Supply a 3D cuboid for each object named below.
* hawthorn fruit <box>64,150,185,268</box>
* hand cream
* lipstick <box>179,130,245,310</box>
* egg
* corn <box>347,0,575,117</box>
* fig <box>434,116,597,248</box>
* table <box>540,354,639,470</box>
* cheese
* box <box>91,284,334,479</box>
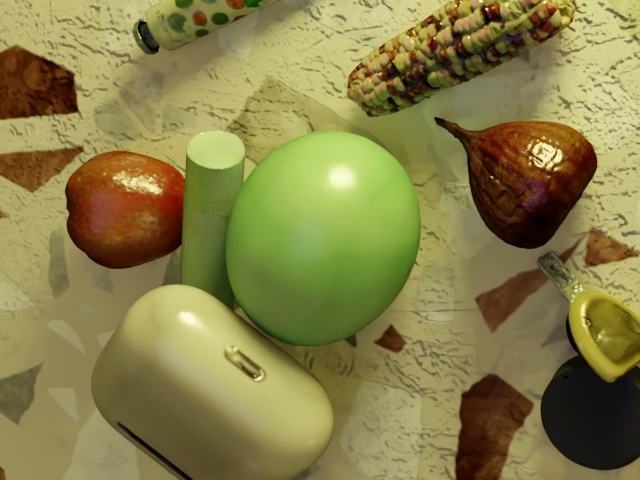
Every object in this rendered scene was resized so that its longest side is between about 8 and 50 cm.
[{"bbox_3d":[-0.221,-0.041,1.547,0.203,0.162,0.162,-3,106,6],"label":"hawthorn fruit"},{"bbox_3d":[-0.109,-0.301,1.453,0.276,0.059,0.095,-24,97,25],"label":"hand cream"},{"bbox_3d":[-0.137,0.003,1.499,0.076,0.076,0.304,25,137,17],"label":"lipstick"},{"bbox_3d":[0.000,0.000,1.402,0.220,0.220,0.270,37,129,10],"label":"egg"},{"bbox_3d":[0.153,-0.218,1.338,0.280,0.092,0.092,-26,94,35],"label":"corn"},{"bbox_3d":[0.203,-0.093,1.334,0.201,0.134,0.146,45,111,16],"label":"fig"},{"bbox_3d":[0.327,0.200,1.412,0.133,0.043,0.133,8,109,24],"label":"table"},{"bbox_3d":[0.306,0.080,1.375,0.162,0.086,0.036,53,160,17],"label":"cheese"},{"bbox_3d":[-0.143,0.201,1.507,0.288,0.141,0.349,37,151,-3],"label":"box"}]
